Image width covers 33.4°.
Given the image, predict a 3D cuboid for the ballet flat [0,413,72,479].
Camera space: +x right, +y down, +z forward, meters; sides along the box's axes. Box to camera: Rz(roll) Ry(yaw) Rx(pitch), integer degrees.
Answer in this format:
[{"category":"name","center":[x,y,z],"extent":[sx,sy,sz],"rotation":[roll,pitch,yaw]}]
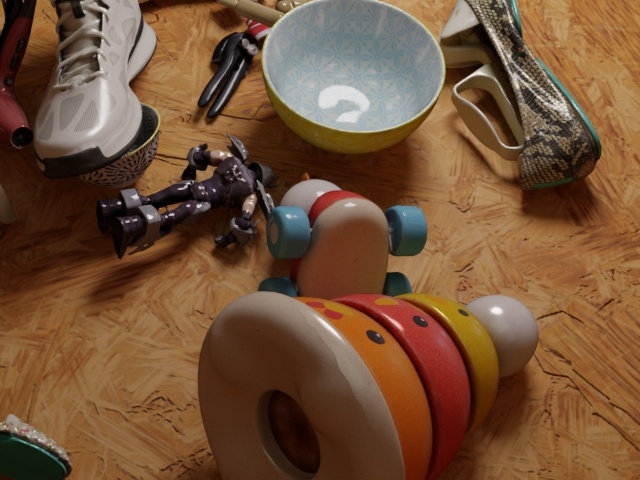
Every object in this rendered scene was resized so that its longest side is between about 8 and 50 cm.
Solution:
[{"category":"ballet flat","center":[-0.435,0.254,1.377],"extent":[0.241,0.091,0.077],"rotation":[10,34,-4]}]

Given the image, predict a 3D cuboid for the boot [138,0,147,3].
[{"category":"boot","center":[-0.285,-0.540,1.911],"extent":[0.203,0.095,0.262],"rotation":[-13,60,-14]}]

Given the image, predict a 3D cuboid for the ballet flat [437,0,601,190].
[{"category":"ballet flat","center":[0.296,-0.287,1.784],"extent":[0.182,0.164,0.483],"rotation":[-19,61,0]}]

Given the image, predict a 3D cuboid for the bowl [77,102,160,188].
[{"category":"bowl","center":[-0.315,-0.132,1.632],"extent":[0.170,0.080,0.170],"rotation":[-10,39,8]}]

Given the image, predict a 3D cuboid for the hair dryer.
[{"category":"hair dryer","center":[-0.493,-0.263,1.634],"extent":[0.080,0.223,0.293],"rotation":[-1,65,-37]}]

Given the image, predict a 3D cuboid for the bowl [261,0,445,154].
[{"category":"bowl","center":[0.046,-0.236,1.708],"extent":[0.289,0.156,0.289],"rotation":[3,56,-4]}]

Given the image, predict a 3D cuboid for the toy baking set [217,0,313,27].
[{"category":"toy baking set","center":[-0.050,-0.411,1.842],"extent":[0.256,0.030,0.197],"rotation":[26,38,17]}]

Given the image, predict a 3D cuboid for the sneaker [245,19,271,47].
[{"category":"sneaker","center":[-0.073,-0.386,1.864],"extent":[0.118,0.042,0.067],"rotation":[-24,65,-18]}]

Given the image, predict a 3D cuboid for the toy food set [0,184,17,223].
[{"category":"toy food set","center":[-0.548,-0.020,1.576],"extent":[0.192,0.038,0.132],"rotation":[-26,57,-9]}]

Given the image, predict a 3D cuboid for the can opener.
[{"category":"can opener","center":[-0.154,-0.278,1.784],"extent":[0.059,0.073,0.186],"rotation":[37,54,-29]}]

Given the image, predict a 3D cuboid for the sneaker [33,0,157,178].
[{"category":"sneaker","center":[-0.371,-0.302,1.585],"extent":[0.169,0.257,0.447],"rotation":[-10,39,9]}]

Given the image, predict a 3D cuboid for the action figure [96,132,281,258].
[{"category":"action figure","center":[-0.189,-0.062,1.608],"extent":[0.285,0.099,0.185],"rotation":[-19,53,-22]}]

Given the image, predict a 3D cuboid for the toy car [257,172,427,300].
[{"category":"toy car","center":[0.000,0.000,1.561],"extent":[0.219,0.210,0.238],"rotation":[-2,26,-23]}]

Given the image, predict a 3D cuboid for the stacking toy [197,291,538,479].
[{"category":"stacking toy","center":[0.110,0.176,1.403],"extent":[0.480,0.350,0.350],"rotation":[-21,59,-39]}]
